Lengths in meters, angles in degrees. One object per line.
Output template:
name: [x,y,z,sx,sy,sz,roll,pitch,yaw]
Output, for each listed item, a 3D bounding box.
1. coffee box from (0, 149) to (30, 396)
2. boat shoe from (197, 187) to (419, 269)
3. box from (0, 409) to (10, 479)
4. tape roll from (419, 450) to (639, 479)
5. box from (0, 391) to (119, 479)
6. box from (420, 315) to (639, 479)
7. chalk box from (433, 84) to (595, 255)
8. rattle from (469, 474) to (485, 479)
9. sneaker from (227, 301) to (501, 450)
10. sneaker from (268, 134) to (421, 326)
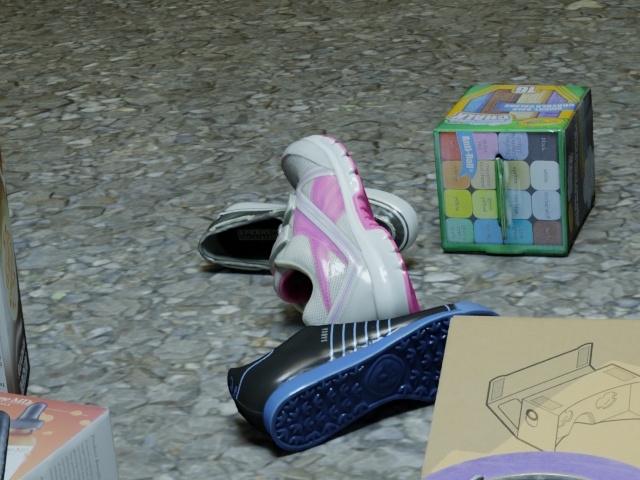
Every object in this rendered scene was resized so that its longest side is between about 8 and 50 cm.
coffee box: [-0.304,0.025,1.423,0.098,0.246,0.141,-5,20,-4]
boat shoe: [-0.013,0.000,1.686,0.219,0.078,0.070,-5,17,25]
box: [-0.328,0.200,0.927,0.294,0.183,0.296,9,14,-10]
tape roll: [0.133,0.206,1.062,0.189,0.080,0.189,-5,19,2]
box: [-0.238,0.182,1.202,0.130,0.091,0.170,5,22,26]
box: [0.185,0.122,1.282,0.201,0.021,0.164,0,43,15]
chalk box: [0.189,-0.065,1.723,0.132,0.132,0.213,2,20,19]
rattle: [-0.005,0.181,0.965,0.200,0.143,0.130,-41,18,26]
sneaker: [0.036,0.093,1.396,0.232,0.081,0.090,-17,30,-28]
sneaker: [0.000,0.000,1.561,0.111,0.103,0.252,-24,42,-2]
